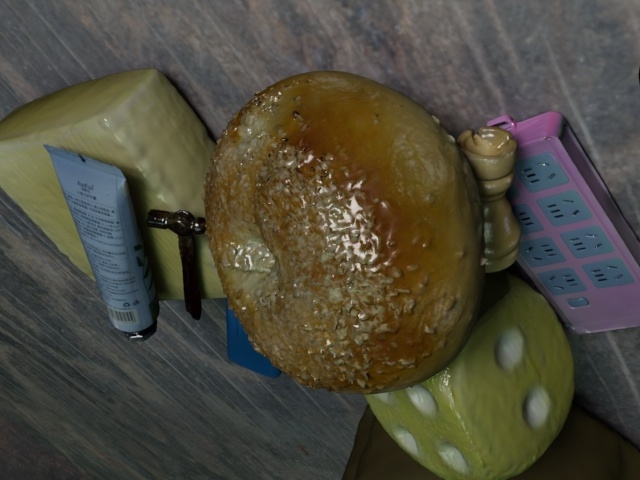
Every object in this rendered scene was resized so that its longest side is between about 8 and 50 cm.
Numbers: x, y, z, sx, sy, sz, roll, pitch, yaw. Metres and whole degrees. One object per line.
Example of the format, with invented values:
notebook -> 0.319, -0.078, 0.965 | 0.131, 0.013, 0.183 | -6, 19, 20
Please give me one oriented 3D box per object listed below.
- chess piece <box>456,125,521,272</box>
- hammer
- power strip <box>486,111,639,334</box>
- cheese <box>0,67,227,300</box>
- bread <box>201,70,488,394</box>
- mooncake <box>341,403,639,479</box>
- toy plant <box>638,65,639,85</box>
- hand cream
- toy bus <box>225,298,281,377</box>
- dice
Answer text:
chess piece -> 0.140, -0.036, 0.579 | 0.066, 0.066, 0.122 | 8, 135, 22
hammer -> -0.146, 0.030, 0.731 | 0.065, 0.021, 0.178 | 12, 141, 6
power strip -> 0.234, -0.005, 0.644 | 0.109, 0.037, 0.279 | -17, 126, 42
cheese -> -0.220, -0.051, 0.780 | 0.242, 0.124, 0.265 | -8, 132, 29
bread -> 0.000, 0.000, 0.592 | 0.305, 0.158, 0.306 | 29, 127, 47
mooncake -> 0.243, 0.407, 0.963 | 0.467, 0.262, 0.467 | 17, 145, 12
toy plant -> 0.267, -0.147, 0.407 | 0.092, 0.093, 0.162 | 19, 140, 9
hand cream -> -0.218, 0.013, 0.719 | 0.091, 0.058, 0.271 | 20, 139, 19
toy bus -> -0.072, 0.097, 0.891 | 0.090, 0.106, 0.185 | 21, 144, 10
dice -> 0.152, 0.139, 0.717 | 0.166, 0.169, 0.169 | 1, 122, 58
